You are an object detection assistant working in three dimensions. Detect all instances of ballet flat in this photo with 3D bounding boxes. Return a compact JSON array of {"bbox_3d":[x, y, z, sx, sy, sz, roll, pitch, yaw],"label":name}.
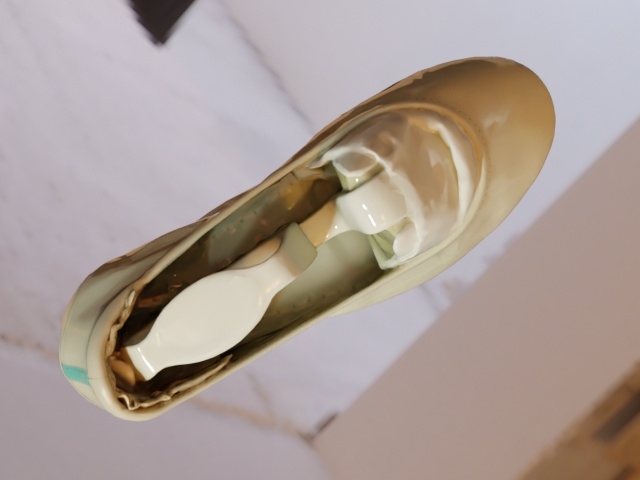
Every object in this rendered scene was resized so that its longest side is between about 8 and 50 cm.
[{"bbox_3d":[0.000,0.000,0.806,0.086,0.248,0.086,57,177,5],"label":"ballet flat"}]
